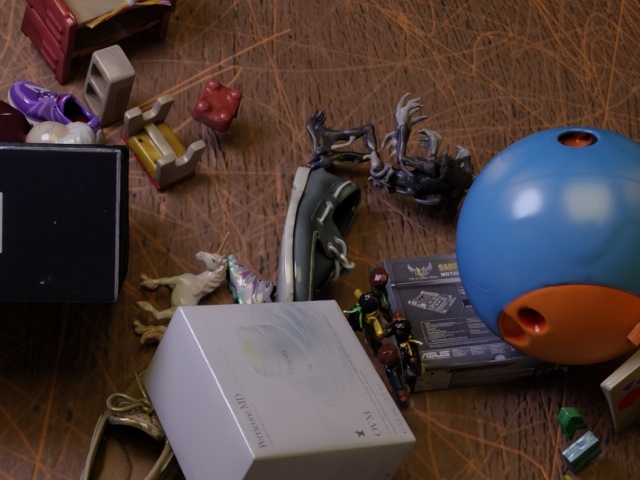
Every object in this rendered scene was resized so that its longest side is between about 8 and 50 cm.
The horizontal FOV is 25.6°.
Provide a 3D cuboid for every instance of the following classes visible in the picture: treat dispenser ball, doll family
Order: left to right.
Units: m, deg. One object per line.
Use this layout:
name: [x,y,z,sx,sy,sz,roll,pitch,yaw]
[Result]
doll family: [0.081,0.115,1.699,0.076,0.111,0.193,-25,52,-10]
treat dispenser ball: [0.306,0.006,1.690,0.288,0.288,0.288,3,48,-4]

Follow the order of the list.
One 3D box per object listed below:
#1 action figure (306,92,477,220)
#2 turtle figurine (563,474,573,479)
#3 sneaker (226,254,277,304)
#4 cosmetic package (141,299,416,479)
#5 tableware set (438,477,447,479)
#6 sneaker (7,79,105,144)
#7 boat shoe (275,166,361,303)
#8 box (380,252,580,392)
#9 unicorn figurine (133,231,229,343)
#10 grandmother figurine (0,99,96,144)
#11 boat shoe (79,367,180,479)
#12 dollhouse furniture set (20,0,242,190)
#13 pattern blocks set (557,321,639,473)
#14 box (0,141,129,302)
action figure: [0.119,-0.121,1.949,0.275,0.164,0.141,15,68,17]
turtle figurine: [0.399,0.304,1.647,0.217,0.087,0.270,-7,57,-3]
sneaker: [-0.084,0.058,1.849,0.069,0.038,0.098,-9,59,-16]
cosmetic package: [-0.051,0.194,1.615,0.224,0.138,0.224,-2,45,-35]
tableware set: [0.190,0.365,1.599,0.128,0.039,0.194,9,48,-4]
sneaker: [-0.374,-0.192,2.015,0.170,0.071,0.068,29,51,19]
boat shoe: [0.000,0.000,1.825,0.099,0.116,0.319,10,29,-1]
box: [0.205,0.099,1.829,0.231,0.056,0.183,-5,49,-12]
unicorn figurine: [-0.180,0.068,1.817,0.111,0.060,0.162,5,66,0]
grandmother figurine: [-0.479,-0.136,1.936,0.342,0.104,0.208,5,56,1]
boat shoe: [-0.216,0.249,1.621,0.104,0.089,0.285,10,47,4]
dollhouse furniture set: [-0.258,-0.251,2.059,0.201,0.152,0.374,-27,73,-28]
pattern blocks set: [0.408,0.141,1.664,0.324,0.285,0.026,-33,57,-14]
box: [-0.403,-0.030,1.688,0.343,0.179,0.312,1,5,-5]
